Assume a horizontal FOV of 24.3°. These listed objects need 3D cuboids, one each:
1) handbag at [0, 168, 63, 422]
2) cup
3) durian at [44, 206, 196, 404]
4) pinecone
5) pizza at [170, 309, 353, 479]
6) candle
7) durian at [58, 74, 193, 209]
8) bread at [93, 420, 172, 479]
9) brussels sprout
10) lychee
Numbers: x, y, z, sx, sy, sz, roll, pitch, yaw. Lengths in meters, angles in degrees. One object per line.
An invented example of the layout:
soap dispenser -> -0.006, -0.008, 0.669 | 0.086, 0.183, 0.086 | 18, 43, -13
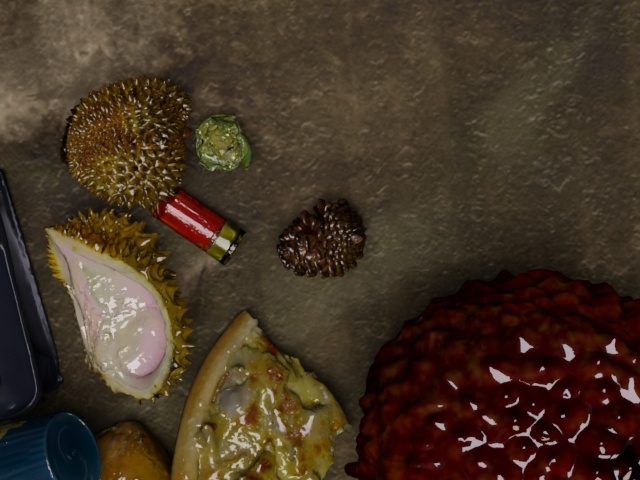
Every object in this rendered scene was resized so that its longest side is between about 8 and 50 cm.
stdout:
handbag -> -0.506, 0.082, 1.829 | 0.303, 0.122, 0.329 | -12, 99, 4
cup -> -0.346, 0.266, 1.780 | 0.155, 0.176, 0.131 | -19, 105, 25
durian -> -0.227, 0.073, 1.805 | 0.183, 0.138, 0.249 | -7, 107, 22
pinecone -> 0.000, 0.003, 1.811 | 0.109, 0.102, 0.102 | -28, 99, 14
pizza -> -0.066, 0.255, 1.818 | 0.223, 0.089, 0.323 | 18, 73, -16
candle -> -0.158, -0.025, 1.834 | 0.131, 0.052, 0.052 | 33, 100, -4
durian -> -0.228, -0.115, 1.774 | 0.168, 0.137, 0.158 | -11, 61, -5
bread -> -0.270, 0.437, 1.877 | 0.328, 0.148, 0.337 | -33, 98, 7
brussels sprout -> -0.120, -0.119, 1.812 | 0.085, 0.058, 0.085 | 8, 120, 13
lychee -> 0.227, 0.248, 1.710 | 0.500, 0.424, 0.424 | -19, 102, 33
